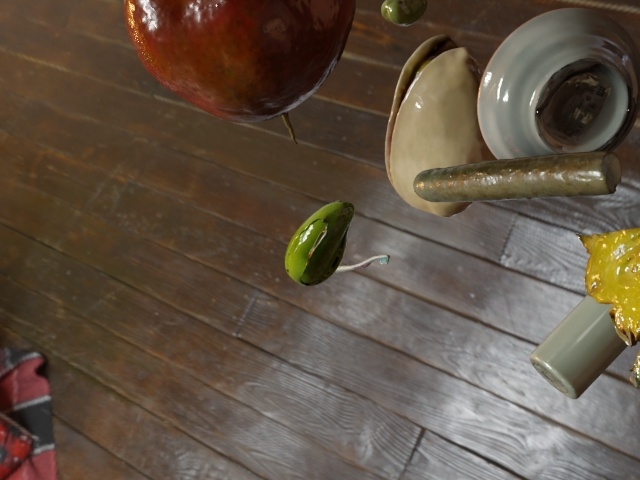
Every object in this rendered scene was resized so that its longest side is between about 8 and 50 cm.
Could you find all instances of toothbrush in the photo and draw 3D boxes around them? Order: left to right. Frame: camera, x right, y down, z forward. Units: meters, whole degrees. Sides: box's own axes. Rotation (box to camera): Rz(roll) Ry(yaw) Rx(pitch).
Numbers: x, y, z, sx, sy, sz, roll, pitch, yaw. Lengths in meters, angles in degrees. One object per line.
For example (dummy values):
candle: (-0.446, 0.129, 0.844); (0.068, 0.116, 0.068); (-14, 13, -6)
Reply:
toothbrush: (0.082, 0.048, 1.699); (0.204, 0.017, 0.022); (-15, 59, 59)

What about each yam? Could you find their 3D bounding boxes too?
yam: (0.087, -0.029, 0.394); (0.116, 0.021, 0.021); (0, 68, 53)

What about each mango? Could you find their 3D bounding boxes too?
mango: (0.000, 0.000, 1.273); (0.074, 0.091, 0.165); (51, 129, 30)

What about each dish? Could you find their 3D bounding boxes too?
dish: (0.365, -0.200, 1.216); (0.260, 0.260, 0.085); (-38, 23, 8)

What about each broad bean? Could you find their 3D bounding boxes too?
broad bean: (0.143, -0.390, 1.411); (0.083, 0.063, 0.045); (-21, 45, -23)

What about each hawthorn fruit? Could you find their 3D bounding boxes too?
hawthorn fruit: (-0.043, -0.126, 0.466); (0.125, 0.140, 0.125); (-1, 79, 5)

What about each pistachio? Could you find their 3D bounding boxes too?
pistachio: (0.210, -0.189, 1.418); (0.214, 0.318, 0.193); (-15, 35, -10)

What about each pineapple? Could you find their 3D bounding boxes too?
pineapple: (0.333, 0.075, 0.662); (0.250, 0.140, 0.164); (-7, 74, 59)

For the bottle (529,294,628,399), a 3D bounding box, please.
bottle: (0.459, 0.139, 1.367); (0.245, 0.104, 0.104); (-45, 57, -6)
